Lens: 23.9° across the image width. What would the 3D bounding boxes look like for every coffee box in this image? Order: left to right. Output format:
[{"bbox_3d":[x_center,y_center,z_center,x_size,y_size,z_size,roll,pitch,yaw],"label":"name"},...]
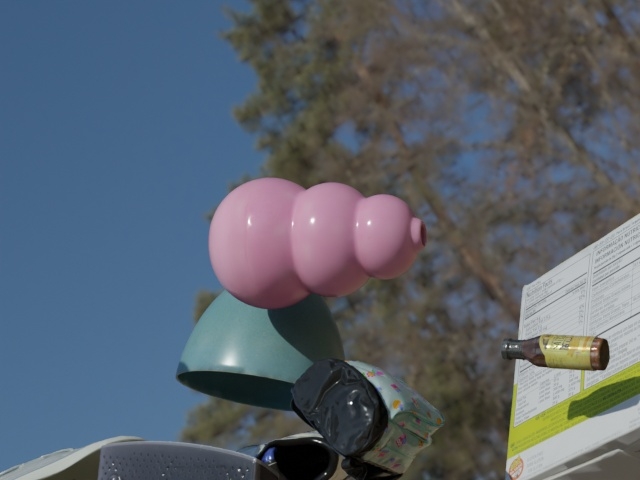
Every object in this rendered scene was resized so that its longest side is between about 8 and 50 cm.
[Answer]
[{"bbox_3d":[0.486,0.190,1.981,0.337,0.334,0.338,27,-39,-22],"label":"coffee box"}]

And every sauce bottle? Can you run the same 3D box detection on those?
[{"bbox_3d":[0.275,0.131,1.781,0.128,0.042,0.042,0,-12,29],"label":"sauce bottle"}]

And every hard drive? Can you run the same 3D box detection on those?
[{"bbox_3d":[-0.138,0.289,1.516,0.054,0.172,0.254,12,-12,-42],"label":"hard drive"}]

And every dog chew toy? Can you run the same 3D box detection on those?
[{"bbox_3d":[0.000,0.000,2.335,0.331,0.207,0.206,-3,-20,18],"label":"dog chew toy"}]

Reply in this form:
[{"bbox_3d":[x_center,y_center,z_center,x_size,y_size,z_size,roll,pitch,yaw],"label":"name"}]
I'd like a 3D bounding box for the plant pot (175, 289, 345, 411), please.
[{"bbox_3d":[-0.085,0.164,2.566,0.290,0.196,0.290,9,-16,3],"label":"plant pot"}]

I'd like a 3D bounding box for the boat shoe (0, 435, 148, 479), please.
[{"bbox_3d":[-0.307,0.280,1.813,0.227,0.081,0.079,-16,-67,-34],"label":"boat shoe"}]

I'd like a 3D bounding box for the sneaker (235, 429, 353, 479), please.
[{"bbox_3d":[-0.085,0.373,2.405,0.315,0.127,0.182,-26,-12,18],"label":"sneaker"}]

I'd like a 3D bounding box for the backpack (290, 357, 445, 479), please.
[{"bbox_3d":[0.066,0.218,1.830,0.115,0.152,0.182,-45,-37,11],"label":"backpack"}]
